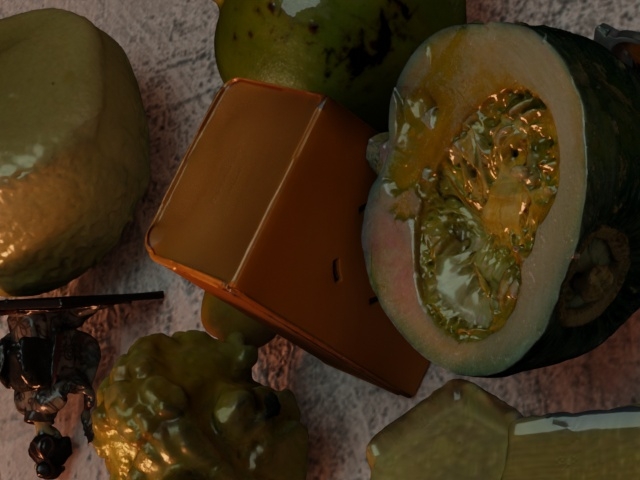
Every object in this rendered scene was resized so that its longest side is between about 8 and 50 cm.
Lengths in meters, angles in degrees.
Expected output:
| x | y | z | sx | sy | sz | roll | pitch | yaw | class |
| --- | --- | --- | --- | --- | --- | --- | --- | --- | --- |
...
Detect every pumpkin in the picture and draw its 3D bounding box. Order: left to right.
| x | y | z | sx | sy | sz | roll | pitch | yaw | class |
| --- | --- | --- | --- | --- | --- | --- | --- | --- | --- |
| 0.187 | -0.034 | 1.679 | 0.263 | 0.197 | 0.293 | 30 | 106 | 43 | pumpkin |

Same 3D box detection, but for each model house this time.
| x | y | z | sx | sy | sz | roll | pitch | yaw | class |
| --- | --- | --- | --- | --- | --- | --- | --- | --- | --- |
| 0.189 | 0.260 | 1.561 | 0.321 | 0.261 | 0.266 | -9 | 34 | 17 | model house |

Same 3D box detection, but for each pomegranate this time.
| x | y | z | sx | sy | sz | roll | pitch | yaw | class |
| --- | --- | --- | --- | --- | --- | --- | --- | --- | --- |
| -0.008 | -0.230 | 1.919 | 0.260 | 0.341 | 0.260 | -61 | 12 | 22 | pomegranate |

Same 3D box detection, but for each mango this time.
| x | y | z | sx | sy | sz | roll | pitch | yaw | class |
| --- | --- | --- | --- | --- | --- | --- | --- | --- | --- |
| -0.049 | 0.018 | 1.940 | 0.194 | 0.092 | 0.130 | -64 | 4 | 2 | mango |

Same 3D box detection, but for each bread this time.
| x | y | z | sx | sy | sz | roll | pitch | yaw | class |
| --- | --- | --- | --- | --- | --- | --- | --- | --- | --- |
| -0.327 | -0.096 | 2.160 | 0.321 | 0.237 | 0.320 | -12 | 53 | 16 | bread |

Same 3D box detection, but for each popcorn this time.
| x | y | z | sx | sy | sz | roll | pitch | yaw | class |
| --- | --- | --- | --- | --- | --- | --- | --- | --- | --- |
| -0.109 | 0.183 | 1.839 | 0.218 | 0.189 | 0.169 | 65 | 154 | 1 | popcorn |

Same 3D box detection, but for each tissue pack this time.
| x | y | z | sx | sy | sz | roll | pitch | yaw | class |
| --- | --- | --- | --- | --- | --- | --- | --- | --- | --- |
| 0.000 | 0.000 | 1.798 | 0.145 | 0.274 | 0.194 | 15 | 76 | 45 | tissue pack |

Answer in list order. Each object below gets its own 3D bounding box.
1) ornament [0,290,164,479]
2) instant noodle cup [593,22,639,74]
| x | y | z | sx | sy | sz | roll | pitch | yaw | class |
| --- | --- | --- | --- | --- | --- | --- | --- | --- | --- |
| -0.275 | 0.155 | 2.082 | 0.166 | 0.153 | 0.196 | -3 | 88 | 40 | ornament |
| 0.352 | -0.149 | 1.677 | 0.125 | 0.208 | 0.177 | -44 | 1 | -7 | instant noodle cup |
